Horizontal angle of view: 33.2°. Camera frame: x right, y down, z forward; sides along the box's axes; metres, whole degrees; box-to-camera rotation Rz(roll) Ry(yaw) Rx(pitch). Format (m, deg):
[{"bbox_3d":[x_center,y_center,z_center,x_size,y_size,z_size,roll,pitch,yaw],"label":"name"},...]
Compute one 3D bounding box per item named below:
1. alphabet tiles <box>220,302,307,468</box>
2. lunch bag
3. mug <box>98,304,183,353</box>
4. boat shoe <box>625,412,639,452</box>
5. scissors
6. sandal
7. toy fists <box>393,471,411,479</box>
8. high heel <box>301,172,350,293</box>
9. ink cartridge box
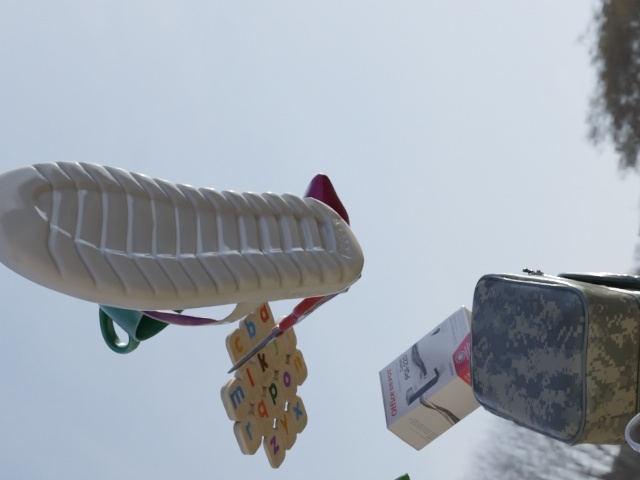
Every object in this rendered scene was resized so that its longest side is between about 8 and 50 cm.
[{"bbox_3d":[-0.099,0.261,1.975,0.284,0.021,0.278,-50,-53,-56],"label":"alphabet tiles"},{"bbox_3d":[0.374,0.148,1.454,0.305,0.256,0.212,-175,88,-69],"label":"lunch bag"},{"bbox_3d":[-0.220,0.051,1.290,0.158,0.097,0.129,-47,-13,-11],"label":"mug"},{"bbox_3d":[0.399,0.163,1.007,0.258,0.084,0.095,-42,34,44],"label":"boat shoe"},{"bbox_3d":[-0.056,0.122,1.528,0.297,0.021,0.109,-37,-6,25],"label":"scissors"},{"bbox_3d":[-0.135,0.024,1.043,0.416,0.169,0.102,6,-48,-35],"label":"sandal"},{"bbox_3d":[0.104,0.561,2.023,0.279,0.142,0.096,-36,-10,12],"label":"toy fists"},{"bbox_3d":[0.000,0.000,1.913,0.377,0.127,0.181,140,132,-80],"label":"high heel"},{"bbox_3d":[0.214,0.245,1.911,0.218,0.092,0.158,-43,26,23],"label":"ink cartridge box"}]
